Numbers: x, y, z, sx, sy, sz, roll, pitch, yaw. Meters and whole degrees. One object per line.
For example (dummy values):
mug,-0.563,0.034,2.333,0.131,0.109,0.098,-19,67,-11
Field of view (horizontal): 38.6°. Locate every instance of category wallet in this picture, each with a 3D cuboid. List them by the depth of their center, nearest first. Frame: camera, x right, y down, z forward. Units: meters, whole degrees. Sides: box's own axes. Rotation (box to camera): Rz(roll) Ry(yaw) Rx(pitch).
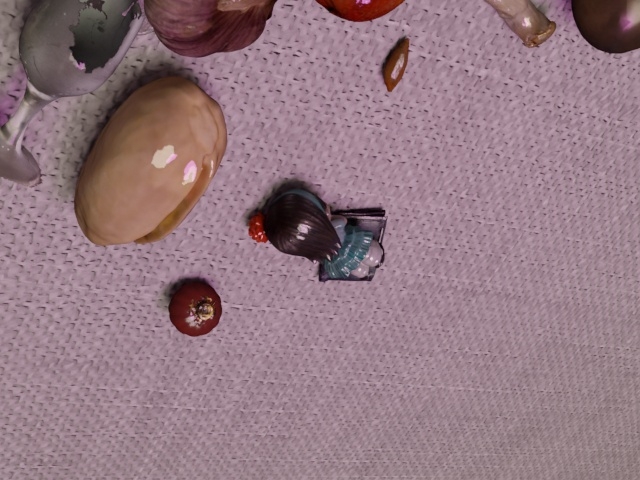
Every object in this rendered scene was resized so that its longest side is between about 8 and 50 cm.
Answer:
wallet,0.059,0.011,1.731,0.111,0.030,0.166,2,127,-13

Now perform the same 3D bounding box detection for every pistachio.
pistachio,-0.260,-0.114,1.378,0.187,0.188,0.299,20,126,-37

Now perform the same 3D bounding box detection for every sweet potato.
sweet potato,0.122,-0.285,1.482,0.034,0.034,0.095,3,119,-27

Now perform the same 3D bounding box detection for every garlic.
garlic,-0.119,-0.348,1.186,0.245,0.160,0.245,-47,153,-33

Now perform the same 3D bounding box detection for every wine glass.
wine glass,-0.367,-0.225,1.240,0.143,0.143,0.321,22,118,-38

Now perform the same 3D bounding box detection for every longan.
longan,0.488,-0.391,1.465,0.189,0.189,0.189,-13,135,-13

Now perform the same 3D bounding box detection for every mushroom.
mushroom,0.306,-0.380,1.467,0.202,0.054,0.059,33,107,-36

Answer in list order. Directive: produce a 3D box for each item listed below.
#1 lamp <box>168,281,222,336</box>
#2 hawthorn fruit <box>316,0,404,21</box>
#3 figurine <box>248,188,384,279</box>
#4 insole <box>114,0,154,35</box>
lamp,-0.228,0.125,1.664,0.101,0.090,0.101,0,90,-33
hawthorn fruit,0.059,-0.397,1.270,0.179,0.173,0.173,-52,136,-11
figurine,0.000,0.000,1.628,0.245,0.110,0.138,29,121,-33
insole,-0.243,-0.382,1.240,0.080,0.003,0.232,-9,134,-17
